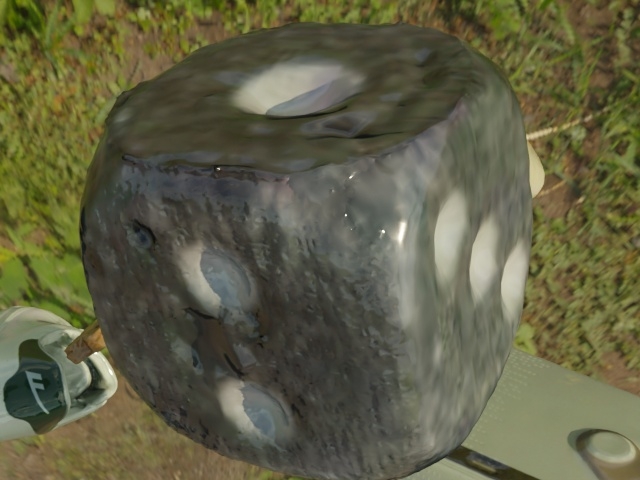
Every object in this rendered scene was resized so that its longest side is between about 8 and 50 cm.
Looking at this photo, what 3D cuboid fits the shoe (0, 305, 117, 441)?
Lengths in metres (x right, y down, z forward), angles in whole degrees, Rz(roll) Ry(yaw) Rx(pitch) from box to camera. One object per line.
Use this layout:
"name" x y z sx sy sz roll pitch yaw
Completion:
"shoe" -0.295 0.139 1.294 0.160 0.363 0.131 -9 94 6

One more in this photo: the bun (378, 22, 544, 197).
"bun" 0.100 -0.101 1.072 0.210 0.237 0.116 41 96 -16

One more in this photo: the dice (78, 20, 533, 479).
"dice" 0.000 0.000 0.593 0.182 0.183 0.182 8 36 28

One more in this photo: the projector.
"projector" 0.135 0.183 0.804 0.243 0.163 0.177 21 34 26

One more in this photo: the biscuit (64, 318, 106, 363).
"biscuit" -0.161 0.057 1.056 0.133 0.184 0.027 -37 94 -43
